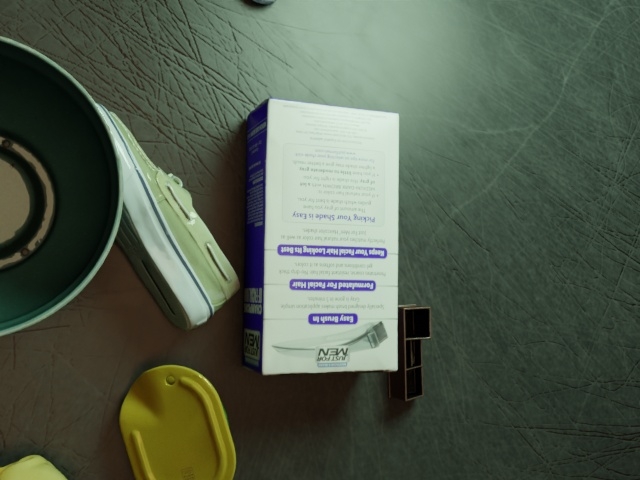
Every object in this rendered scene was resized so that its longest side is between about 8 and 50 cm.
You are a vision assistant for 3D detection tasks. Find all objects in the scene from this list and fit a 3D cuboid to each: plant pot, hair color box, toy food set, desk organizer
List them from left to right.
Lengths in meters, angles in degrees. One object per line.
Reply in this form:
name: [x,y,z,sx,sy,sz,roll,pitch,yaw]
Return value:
plant pot: [-0.365,-0.048,0.753,0.292,0.196,0.293,1,87,-20]
toy food set: [-0.165,0.256,0.886,0.128,0.071,0.218,-15,90,4]
hair color box: [0.000,0.000,0.934,0.185,0.110,0.339,3,84,-21]
desk organizer: [0.125,0.156,1.000,0.047,0.050,0.130,0,87,-20]

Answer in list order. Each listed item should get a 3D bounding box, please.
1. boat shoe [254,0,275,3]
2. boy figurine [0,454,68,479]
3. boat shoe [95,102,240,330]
boat shoe: [-0.074,-0.435,0.946,0.083,0.075,0.227,-2,88,-20]
boy figurine: [-0.417,0.282,0.773,0.285,0.092,0.178,-6,89,-21]
boat shoe: [-0.205,-0.035,0.874,0.094,0.109,0.303,-37,109,-34]
